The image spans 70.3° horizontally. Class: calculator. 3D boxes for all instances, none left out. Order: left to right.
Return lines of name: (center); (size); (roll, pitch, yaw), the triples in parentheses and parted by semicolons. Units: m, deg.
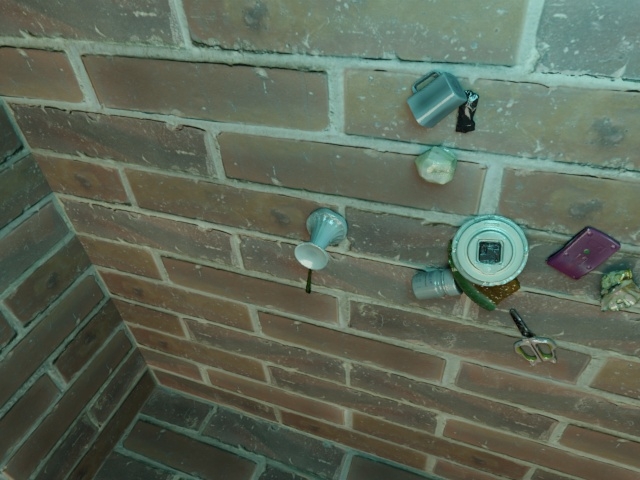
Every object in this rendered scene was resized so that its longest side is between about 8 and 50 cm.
calculator: (0.824, 0.044, 1.432); (0.127, 0.034, 0.190); (30, 135, 0)

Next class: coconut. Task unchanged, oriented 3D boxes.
coconut: (0.342, -0.228, 1.366); (0.125, 0.110, 0.110); (16, 135, 3)

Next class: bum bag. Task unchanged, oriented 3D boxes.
bum bag: (0.407, -0.356, 1.264); (0.058, 0.034, 0.124); (15, 135, 24)

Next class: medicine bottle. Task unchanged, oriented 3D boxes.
medicine bottle: (0.432, 0.161, 1.680); (0.168, 0.105, 0.105); (-14, 122, 36)

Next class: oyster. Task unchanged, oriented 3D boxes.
oyster: (0.950, 0.162, 1.460); (0.133, 0.071, 0.209); (-25, 136, 33)

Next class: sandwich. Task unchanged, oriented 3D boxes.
sandwich: (0.574, 0.126, 1.573); (0.212, 0.109, 0.292); (-8, 125, 33)

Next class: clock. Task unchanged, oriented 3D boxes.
clock: (0.542, 0.034, 1.461); (0.237, 0.053, 0.236); (1, 94, 17)

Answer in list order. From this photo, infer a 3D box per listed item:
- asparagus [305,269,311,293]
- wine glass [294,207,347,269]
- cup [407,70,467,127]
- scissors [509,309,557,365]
asparagus: (-0.048, 0.155, 1.970); (0.022, 0.023, 0.232); (-15, 138, -20)
wine glass: (0.000, 0.000, 1.679); (0.165, 0.196, 0.164); (13, 136, 13)
cup: (0.309, -0.394, 1.240); (0.130, 0.095, 0.128); (-32, 72, 39)
scissors: (0.800, 0.376, 1.753); (0.160, 0.024, 0.317); (-21, 118, 38)
